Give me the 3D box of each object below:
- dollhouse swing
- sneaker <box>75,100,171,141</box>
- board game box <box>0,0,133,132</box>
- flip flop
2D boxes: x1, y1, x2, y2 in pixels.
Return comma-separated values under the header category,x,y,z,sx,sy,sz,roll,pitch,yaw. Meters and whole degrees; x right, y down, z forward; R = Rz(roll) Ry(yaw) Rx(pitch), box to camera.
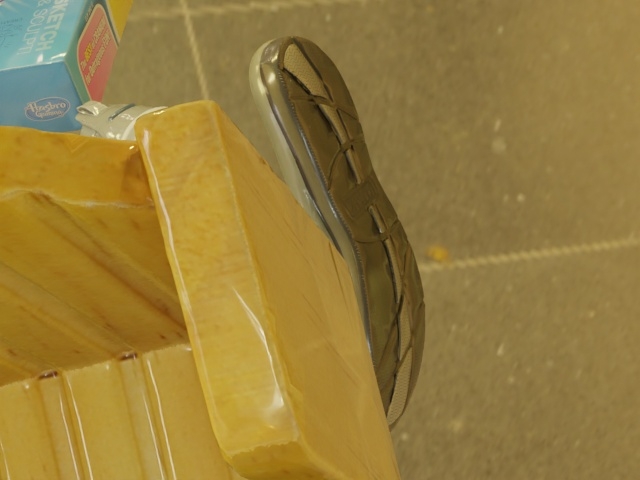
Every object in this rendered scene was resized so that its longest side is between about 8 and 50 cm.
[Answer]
category,x,y,z,sx,sy,sz,roll,pitch,yaw
dollhouse swing,-0.145,0.169,0.645,0.347,0.315,0.305,-13,73,9
sneaker,-0.115,0.019,1.220,0.105,0.281,0.115,-27,38,-37
board game box,-0.269,-0.192,1.337,0.242,0.064,0.316,-7,40,13
flip flop,0.000,0.000,1.142,0.112,0.080,0.277,-36,108,-63
